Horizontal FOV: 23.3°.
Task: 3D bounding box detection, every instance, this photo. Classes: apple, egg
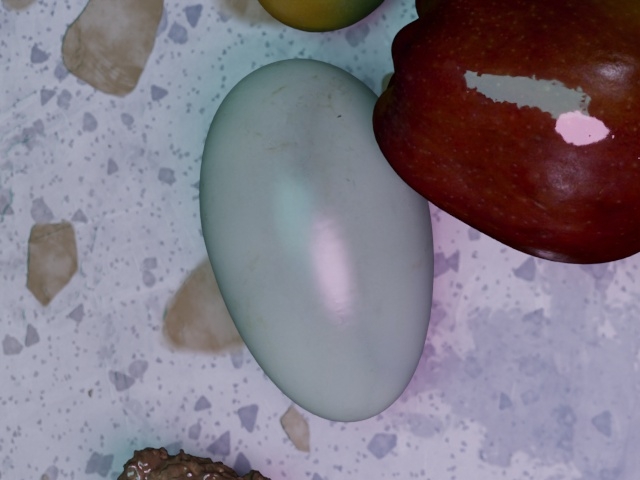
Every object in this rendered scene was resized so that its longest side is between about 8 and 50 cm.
[{"bbox_3d":[0.215,-0.124,1.442,0.316,0.288,0.288,19,96,2],"label":"apple"},{"bbox_3d":[0.000,0.000,1.568,0.230,0.230,0.371,-13,90,21],"label":"egg"}]

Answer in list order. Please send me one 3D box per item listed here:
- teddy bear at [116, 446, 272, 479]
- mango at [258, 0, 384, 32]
[{"bbox_3d":[-0.170,0.379,1.679,0.246,0.222,0.296,23,140,15],"label":"teddy bear"},{"bbox_3d":[0.031,-0.329,1.626,0.251,0.114,0.156,-49,65,14],"label":"mango"}]
